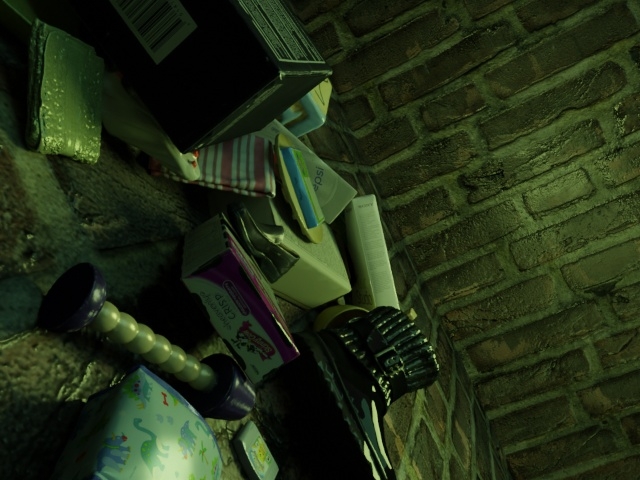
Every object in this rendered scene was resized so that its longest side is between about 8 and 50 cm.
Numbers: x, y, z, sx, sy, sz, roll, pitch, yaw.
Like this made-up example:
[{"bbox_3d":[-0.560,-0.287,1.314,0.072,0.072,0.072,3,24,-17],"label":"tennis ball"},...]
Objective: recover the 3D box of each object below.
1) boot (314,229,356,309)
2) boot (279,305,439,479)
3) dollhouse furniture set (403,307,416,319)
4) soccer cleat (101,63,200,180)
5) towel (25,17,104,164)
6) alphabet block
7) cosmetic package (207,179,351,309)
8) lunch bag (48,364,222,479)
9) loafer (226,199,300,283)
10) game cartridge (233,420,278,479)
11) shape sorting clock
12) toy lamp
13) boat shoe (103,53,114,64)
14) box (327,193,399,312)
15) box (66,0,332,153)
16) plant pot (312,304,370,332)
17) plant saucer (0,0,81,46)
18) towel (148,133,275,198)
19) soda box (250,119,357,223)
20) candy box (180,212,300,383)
[{"bbox_3d":[0.000,0.000,1.254,0.112,0.115,0.305,38,30,-55],"label":"boot"},{"bbox_3d":[0.101,0.279,0.922,0.260,0.131,0.347,-3,65,-41],"label":"boot"},{"bbox_3d":[0.236,0.244,1.646,0.091,0.114,0.081,58,13,-15],"label":"dollhouse furniture set"},{"bbox_3d":[-0.244,-0.151,0.760,0.196,0.076,0.068,51,14,-31],"label":"soccer cleat"},{"bbox_3d":[-0.293,-0.166,0.639,0.110,0.027,0.148,6,83,-73],"label":"towel"},{"bbox_3d":[-0.103,-0.343,1.256,0.192,0.194,0.197,57,24,-30],"label":"alphabet block"},{"bbox_3d":[-0.065,0.009,1.030,0.309,0.113,0.160,38,30,-57],"label":"cosmetic package"},{"bbox_3d":[-0.149,0.210,0.487,0.151,0.096,0.128,47,22,-23],"label":"lunch bag"},{"bbox_3d":[-0.082,-0.006,0.804,0.062,0.061,0.170,54,-6,37],"label":"loafer"},{"bbox_3d":[-0.084,0.286,0.729,0.083,0.017,0.056,63,20,-6],"label":"game cartridge"},{"bbox_3d":[-0.039,-0.091,0.988,0.206,0.040,0.206,-19,90,-83],"label":"shape sorting clock"},{"bbox_3d":[-0.166,0.127,0.599,0.274,0.080,0.080,46,24,-42],"label":"toy lamp"},{"bbox_3d":[-0.284,-0.276,0.828,0.065,0.075,0.206,58,22,-34],"label":"boat shoe"},{"bbox_3d":[0.094,0.071,1.250,0.232,0.059,0.321,161,-82,-75],"label":"box"},{"bbox_3d":[-0.161,-0.304,0.787,0.296,0.183,0.294,54,22,-6],"label":"box"},{"bbox_3d":[0.038,0.182,1.105,0.134,0.134,0.095,57,-13,-26],"label":"plant pot"},{"bbox_3d":[-0.374,-0.320,0.659,0.188,0.045,0.188,45,26,-51],"label":"plant saucer"},{"bbox_3d":[-0.165,-0.136,0.875,0.197,0.029,0.144,10,44,-19],"label":"towel"},{"bbox_3d":[-0.062,-0.162,1.141,0.286,0.091,0.098,41,4,-9],"label":"soda box"},{"bbox_3d":[-0.113,0.064,0.737,0.159,0.071,0.233,60,-3,-17],"label":"candy box"}]
